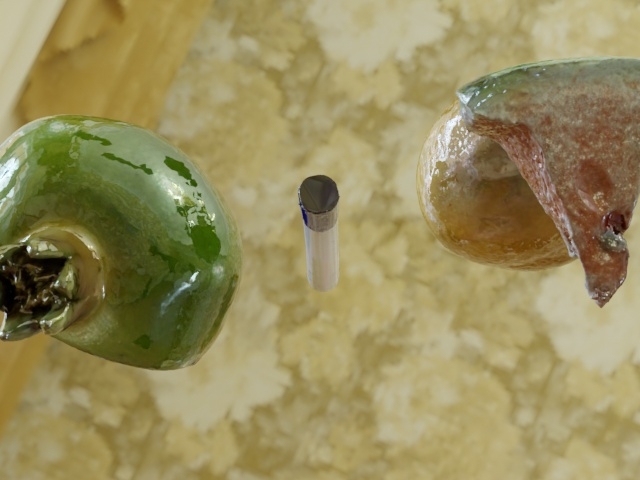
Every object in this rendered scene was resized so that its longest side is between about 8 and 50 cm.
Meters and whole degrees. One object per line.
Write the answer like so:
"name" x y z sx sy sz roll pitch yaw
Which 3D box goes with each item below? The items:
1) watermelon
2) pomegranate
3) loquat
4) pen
"watermelon" 0.166 -0.054 0.963 0.158 0.121 0.098 56 -9 -3
"pomegranate" -0.229 -0.011 1.601 0.310 0.216 0.358 29 12 6
"loquat" 0.207 -0.072 1.560 0.238 0.193 0.238 2 -26 1
"pen" 0.001 0.000 1.293 0.033 0.033 0.269 24 -14 7
